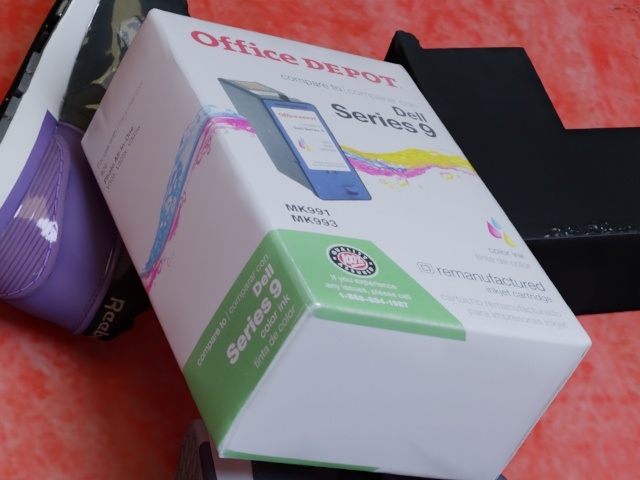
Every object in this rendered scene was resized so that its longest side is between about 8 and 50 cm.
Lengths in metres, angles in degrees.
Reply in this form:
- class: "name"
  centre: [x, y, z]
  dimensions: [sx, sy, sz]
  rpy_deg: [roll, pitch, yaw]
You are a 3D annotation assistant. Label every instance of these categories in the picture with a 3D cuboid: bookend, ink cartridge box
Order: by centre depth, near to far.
- class: "ink cartridge box"
  centre: [0.000, 0.000, 0.852]
  dimensions: [0.154, 0.093, 0.212]
  rpy_deg: [10, 33, -34]
- class: "bookend"
  centre: [0.124, -0.040, 1.052]
  dimensions: [0.156, 0.072, 0.157]
  rpy_deg: [-4, 52, -23]

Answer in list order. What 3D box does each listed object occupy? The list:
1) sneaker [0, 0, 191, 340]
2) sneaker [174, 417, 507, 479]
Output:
- class: "sneaker"
  centre: [-0.103, -0.063, 0.992]
  dimensions: [0.124, 0.107, 0.283]
  rpy_deg: [30, 50, -13]
- class: "sneaker"
  centre: [0.023, 0.159, 0.805]
  dimensions: [0.163, 0.086, 0.226]
  rpy_deg: [12, 26, -12]
